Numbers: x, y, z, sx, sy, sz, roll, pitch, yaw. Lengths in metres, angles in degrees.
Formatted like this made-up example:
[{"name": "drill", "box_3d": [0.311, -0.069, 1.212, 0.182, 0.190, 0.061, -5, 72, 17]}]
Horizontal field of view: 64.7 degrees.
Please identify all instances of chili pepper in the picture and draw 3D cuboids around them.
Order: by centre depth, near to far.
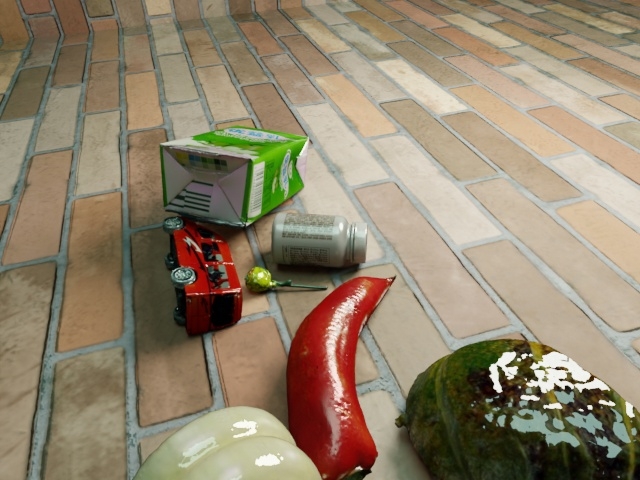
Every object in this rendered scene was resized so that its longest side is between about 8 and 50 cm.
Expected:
[{"name": "chili pepper", "box_3d": [0.030, 0.146, 0.577, 0.137, 0.092, 0.369, 14, 42, -4]}]

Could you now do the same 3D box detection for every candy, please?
[{"name": "candy", "box_3d": [-0.050, 0.062, 0.734, 0.122, 0.035, 0.035, 7, 42, -1]}]

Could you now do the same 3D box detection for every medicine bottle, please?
[{"name": "medicine bottle", "box_3d": [0.000, 0.000, 0.764, 0.140, 0.079, 0.079, 3, 39, 7]}]

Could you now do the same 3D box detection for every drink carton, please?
[{"name": "drink carton", "box_3d": [-0.137, -0.117, 0.842, 0.161, 0.108, 0.271, 12, 21, 14]}]

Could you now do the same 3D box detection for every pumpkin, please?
[{"name": "pumpkin", "box_3d": [0.193, 0.188, 0.478, 0.163, 0.111, 0.278, -14, 39, -25]}]

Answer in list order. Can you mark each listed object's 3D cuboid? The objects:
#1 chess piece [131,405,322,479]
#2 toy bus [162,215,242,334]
[{"name": "chess piece", "box_3d": [-0.014, 0.255, 0.322, 0.167, 0.167, 0.299, -26, 29, -27]}, {"name": "toy bus", "box_3d": [-0.174, 0.039, 0.728, 0.089, 0.081, 0.195, -6, 37, -20]}]
